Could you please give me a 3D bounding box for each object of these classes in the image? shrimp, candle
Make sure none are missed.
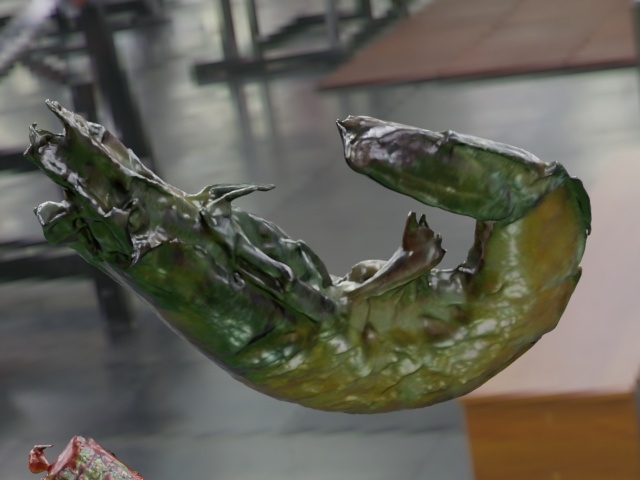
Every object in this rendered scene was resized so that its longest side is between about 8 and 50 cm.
[{"bbox_3d":[0.000,0.000,1.250,0.272,0.445,0.085,-35,48,28],"label":"shrimp"},{"bbox_3d":[-0.092,0.144,0.979,0.131,0.052,0.052,38,25,3],"label":"candle"}]
